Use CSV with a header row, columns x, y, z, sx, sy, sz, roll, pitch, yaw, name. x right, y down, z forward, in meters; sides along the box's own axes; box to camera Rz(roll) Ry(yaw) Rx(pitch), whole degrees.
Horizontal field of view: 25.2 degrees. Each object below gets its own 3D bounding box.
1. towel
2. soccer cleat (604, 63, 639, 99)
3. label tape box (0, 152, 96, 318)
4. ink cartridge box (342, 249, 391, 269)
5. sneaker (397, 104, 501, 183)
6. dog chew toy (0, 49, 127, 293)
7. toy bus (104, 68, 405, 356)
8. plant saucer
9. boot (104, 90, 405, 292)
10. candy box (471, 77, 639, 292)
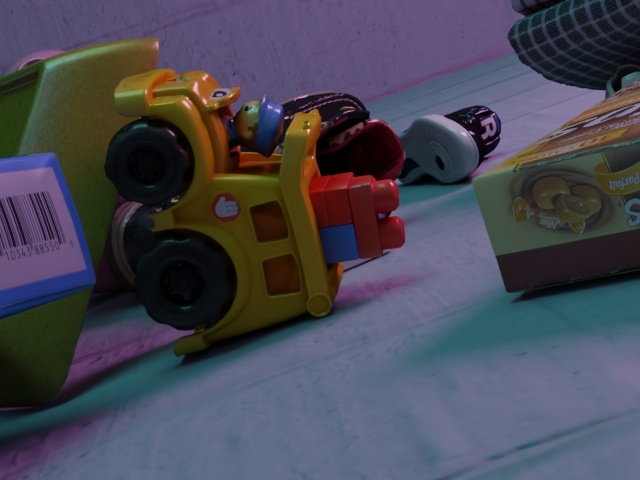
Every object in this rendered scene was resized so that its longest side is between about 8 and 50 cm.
x,y,z,sx,sy,sz,roll,pitch,yaw,name
0.362,-0.223,1.433,0.283,0.121,0.235,10,-20,-37,towel
0.309,-0.138,1.411,0.068,0.076,0.196,-18,8,6,soccer cleat
-0.371,0.046,0.996,0.347,0.115,0.249,-16,1,25,label tape box
0.000,0.000,1.265,0.115,0.063,0.029,-22,10,-19,ink cartridge box
0.162,-0.120,1.618,0.121,0.079,0.217,-23,8,-16,sneaker
-0.268,-0.083,1.577,0.206,0.206,0.332,-20,-31,-6,dog chew toy
-0.045,-0.039,1.129,0.211,0.220,0.149,-11,13,11,toy bus
-0.302,-0.019,1.271,0.081,0.333,0.333,27,-24,-34,plant saucer
-0.017,-0.070,1.504,0.377,0.138,0.284,-30,12,-37,boot
0.261,-0.065,0.998,0.183,0.087,0.316,-13,10,37,candy box
